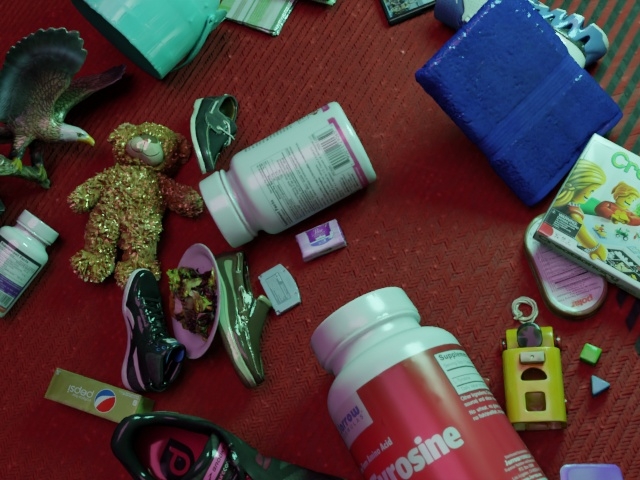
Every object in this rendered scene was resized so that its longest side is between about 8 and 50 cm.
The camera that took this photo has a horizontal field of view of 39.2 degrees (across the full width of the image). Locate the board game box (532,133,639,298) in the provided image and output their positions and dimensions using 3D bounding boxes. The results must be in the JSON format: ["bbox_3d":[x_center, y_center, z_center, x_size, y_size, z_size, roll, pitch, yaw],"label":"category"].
[{"bbox_3d":[0.518,-0.012,1.419,0.305,0.053,0.193,30,80,11],"label":"board game box"}]

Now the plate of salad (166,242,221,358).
[{"bbox_3d":[-0.225,0.104,1.549,0.200,0.048,0.200,-14,73,56],"label":"plate of salad"}]

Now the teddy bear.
[{"bbox_3d":[-0.351,-0.070,1.675,0.245,0.113,0.338,26,78,20],"label":"teddy bear"}]

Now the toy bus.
[{"bbox_3d":[0.329,0.197,1.393,0.202,0.104,0.191,40,84,24],"label":"toy bus"}]

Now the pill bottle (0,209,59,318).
[{"bbox_3d":[-0.585,0.041,1.695,0.108,0.108,0.193,33,80,23],"label":"pill bottle"}]

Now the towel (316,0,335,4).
[{"bbox_3d":[-0.017,-0.634,1.828,0.247,0.038,0.325,18,71,21],"label":"towel"}]

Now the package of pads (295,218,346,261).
[{"bbox_3d":[0.000,0.000,1.596,0.083,0.032,0.050,-23,67,6],"label":"package of pads"}]

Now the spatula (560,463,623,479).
[{"bbox_3d":[0.508,0.364,1.322,0.296,0.030,0.084,-7,69,12],"label":"spatula"}]

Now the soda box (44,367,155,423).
[{"bbox_3d":[-0.387,0.279,1.577,0.181,0.061,0.058,13,74,19],"label":"soda box"}]

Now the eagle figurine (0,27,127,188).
[{"bbox_3d":[-0.525,-0.253,1.742,0.226,0.225,0.298,21,91,64],"label":"eagle figurine"}]

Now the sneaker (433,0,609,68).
[{"bbox_3d":[0.324,-0.338,1.586,0.315,0.127,0.182,28,77,21],"label":"sneaker"}]

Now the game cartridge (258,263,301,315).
[{"bbox_3d":[-0.070,0.086,1.591,0.056,0.017,0.083,-31,65,6],"label":"game cartridge"}]

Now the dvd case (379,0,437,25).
[{"bbox_3d":[0.224,-0.535,1.746,0.253,0.022,0.180,-20,67,7],"label":"dvd case"}]

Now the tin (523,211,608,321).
[{"bbox_3d":[0.400,0.040,1.473,0.106,0.040,0.190,-22,66,11],"label":"tin"}]

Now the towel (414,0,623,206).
[{"bbox_3d":[0.325,-0.238,1.489,0.227,0.076,0.308,-45,104,-2],"label":"towel"}]

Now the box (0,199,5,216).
[{"bbox_3d":[-0.754,-0.083,1.742,0.257,0.079,0.322,-50,62,26],"label":"box"}]

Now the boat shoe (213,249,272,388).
[{"bbox_3d":[-0.130,0.125,1.552,0.095,0.095,0.257,-21,65,0],"label":"boat shoe"}]

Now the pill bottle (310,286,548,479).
[{"bbox_3d":[0.154,0.281,1.340,0.229,0.229,0.408,-32,65,1],"label":"pill bottle"}]

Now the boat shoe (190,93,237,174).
[{"bbox_3d":[-0.195,-0.203,1.656,0.079,0.084,0.233,-9,35,5],"label":"boat shoe"}]

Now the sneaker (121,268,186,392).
[{"bbox_3d":[-0.279,0.155,1.560,0.121,0.079,0.217,-5,82,40],"label":"sneaker"}]

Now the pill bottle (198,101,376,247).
[{"bbox_3d":[-0.059,-0.111,1.583,0.283,0.160,0.160,-28,65,3],"label":"pill bottle"}]

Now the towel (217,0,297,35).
[{"bbox_3d":[-0.126,-0.479,1.822,0.152,0.023,0.113,23,75,24],"label":"towel"}]

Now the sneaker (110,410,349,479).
[{"bbox_3d":[-0.126,0.396,1.385,0.482,0.202,0.185,15,75,20],"label":"sneaker"}]

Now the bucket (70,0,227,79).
[{"bbox_3d":[-0.338,-0.457,1.736,0.281,0.281,0.183,39,84,24],"label":"bucket"}]
